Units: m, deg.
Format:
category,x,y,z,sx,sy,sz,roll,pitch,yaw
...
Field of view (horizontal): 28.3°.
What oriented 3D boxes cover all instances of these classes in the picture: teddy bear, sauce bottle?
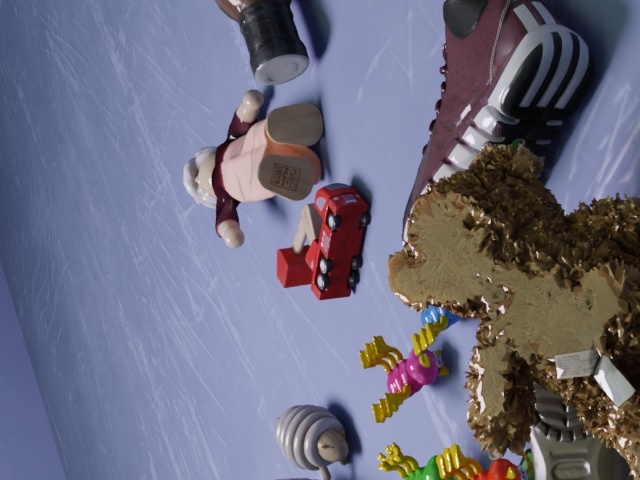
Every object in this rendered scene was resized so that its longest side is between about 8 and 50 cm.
category,x,y,z,sx,sy,sz,roll,pitch,yaw
teddy bear,0.211,0.065,0.964,0.338,0.113,0.245,17,99,38
sauce bottle,-0.093,-0.355,1.564,0.111,0.111,0.344,-52,52,58

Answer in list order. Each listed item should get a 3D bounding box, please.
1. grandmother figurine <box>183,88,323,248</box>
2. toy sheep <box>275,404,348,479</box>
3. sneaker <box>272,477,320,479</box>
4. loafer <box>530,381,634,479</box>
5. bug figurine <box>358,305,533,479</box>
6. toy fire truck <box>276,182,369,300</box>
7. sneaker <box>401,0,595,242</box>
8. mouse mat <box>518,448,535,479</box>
category,x,y,z,sx,sy,sz,roll,pitch,yaw
grandmother figurine,-0.100,-0.091,1.687,0.342,0.104,0.208,-3,68,68
toy sheep,-0.014,0.251,1.614,0.132,0.091,0.091,11,109,45
sneaker,0.009,0.404,1.521,0.321,0.124,0.180,13,111,52
loafer,0.228,0.161,1.046,0.102,0.092,0.268,-4,79,39
bug figurine,0.125,0.172,1.287,0.216,0.072,0.279,-44,51,54
toy fire truck,0.000,0.000,1.545,0.135,0.047,0.192,-125,36,-47
sneaker,0.141,-0.120,1.158,0.281,0.106,0.162,-59,39,41
mouse mat,0.224,0.312,1.205,0.190,0.007,0.153,-120,32,-41
